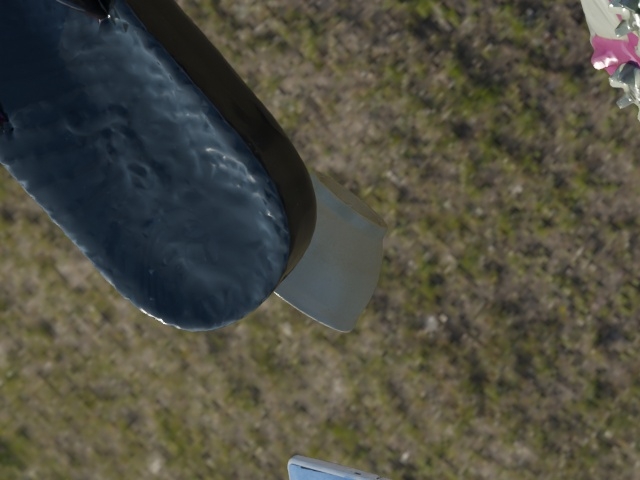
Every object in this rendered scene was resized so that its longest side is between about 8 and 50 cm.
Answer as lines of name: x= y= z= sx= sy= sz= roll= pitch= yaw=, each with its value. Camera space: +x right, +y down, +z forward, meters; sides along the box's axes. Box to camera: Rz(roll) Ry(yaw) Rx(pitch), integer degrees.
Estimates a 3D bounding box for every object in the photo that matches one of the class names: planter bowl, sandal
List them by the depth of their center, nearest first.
sandal: x=-0.185 y=-0.129 z=0.666 sx=0.446 sy=0.107 sz=0.167 roll=44 pitch=127 yaw=2
planter bowl: x=0.000 y=0.000 z=1.372 sx=0.162 sy=0.162 sz=0.109 roll=39 pitch=101 yaw=7

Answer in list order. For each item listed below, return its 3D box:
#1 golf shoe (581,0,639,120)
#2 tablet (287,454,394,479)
golf shoe: x=0.114 y=-0.162 z=0.522 sx=0.306 sy=0.140 sz=0.115 roll=49 pitch=176 yaw=14
tablet: x=0.013 y=0.111 z=0.431 sx=0.054 sy=0.006 sz=0.083 roll=4 pitch=106 yaw=51
